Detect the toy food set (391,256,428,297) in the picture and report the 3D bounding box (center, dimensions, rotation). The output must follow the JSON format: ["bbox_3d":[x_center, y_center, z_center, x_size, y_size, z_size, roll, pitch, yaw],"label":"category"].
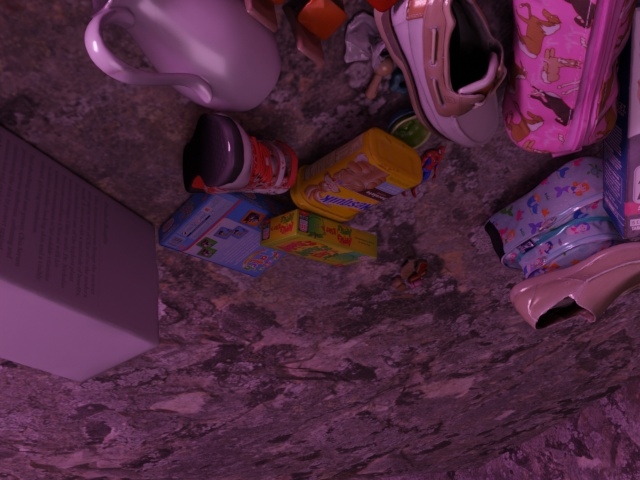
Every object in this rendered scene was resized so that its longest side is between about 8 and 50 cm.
[{"bbox_3d":[0.197,0.078,1.237,0.077,0.019,0.122,2,133,-23],"label":"toy food set"}]

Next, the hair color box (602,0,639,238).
[{"bbox_3d":[0.503,-0.180,0.798,0.173,0.105,0.348,-10,122,12],"label":"hair color box"}]

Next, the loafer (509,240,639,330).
[{"bbox_3d":[0.467,0.088,0.977,0.268,0.092,0.102,-25,137,24],"label":"loafer"}]

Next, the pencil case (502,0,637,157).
[{"bbox_3d":[0.296,-0.265,0.663,0.167,0.160,0.386,-55,152,-16],"label":"pencil case"}]

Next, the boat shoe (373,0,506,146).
[{"bbox_3d":[0.179,-0.212,0.737,0.302,0.103,0.113,36,85,-48],"label":"boat shoe"}]

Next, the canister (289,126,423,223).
[{"bbox_3d":[0.054,-0.095,0.862,0.126,0.074,0.169,19,150,-37],"label":"canister"}]

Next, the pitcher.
[{"bbox_3d":[-0.142,-0.204,0.598,0.125,0.178,0.207,-20,147,36],"label":"pitcher"}]

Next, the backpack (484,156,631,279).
[{"bbox_3d":[0.472,-0.026,1.066,0.225,0.191,0.253,17,128,-35],"label":"backpack"}]

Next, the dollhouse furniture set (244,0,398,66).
[{"bbox_3d":[0.012,-0.318,0.536,0.262,0.135,0.259,-38,139,28],"label":"dollhouse furniture set"}]

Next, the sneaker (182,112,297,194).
[{"bbox_3d":[-0.089,-0.108,0.739,0.144,0.090,0.270,-4,180,-22],"label":"sneaker"}]

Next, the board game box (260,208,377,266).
[{"bbox_3d":[0.000,0.000,0.946,0.181,0.043,0.092,16,158,-40],"label":"board game box"}]

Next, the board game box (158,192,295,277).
[{"bbox_3d":[-0.140,-0.016,0.967,0.160,0.039,0.211,-38,138,27],"label":"board game box"}]

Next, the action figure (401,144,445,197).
[{"bbox_3d":[0.177,-0.117,0.961,0.038,0.030,0.115,9,136,-22],"label":"action figure"}]

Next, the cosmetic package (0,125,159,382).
[{"bbox_3d":[-0.421,-0.003,0.723,0.161,0.230,0.453,-27,142,17],"label":"cosmetic package"}]

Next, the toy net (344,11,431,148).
[{"bbox_3d":[0.115,-0.221,0.781,0.122,0.045,0.232,-26,143,15],"label":"toy net"}]
